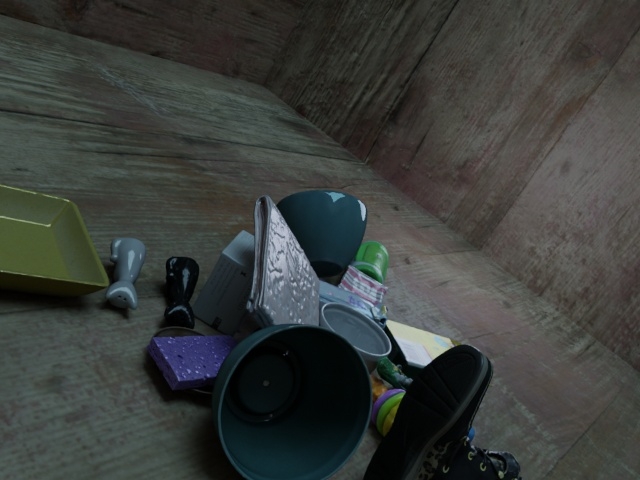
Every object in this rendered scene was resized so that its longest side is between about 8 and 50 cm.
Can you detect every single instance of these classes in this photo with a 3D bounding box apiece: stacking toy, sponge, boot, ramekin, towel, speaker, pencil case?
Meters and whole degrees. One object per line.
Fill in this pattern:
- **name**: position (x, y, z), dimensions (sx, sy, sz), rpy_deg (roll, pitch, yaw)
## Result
- **stacking toy**: position (0.180, 0.397, 1.555), dimensions (0.175, 0.166, 0.302), rpy_deg (36, 1, -40)
- **sponge**: position (-0.231, 0.239, 1.366), dimensions (0.210, 0.031, 0.117), rpy_deg (8, 30, -50)
- **boot**: position (0.280, 0.404, 1.347), dimensions (0.284, 0.377, 0.138), rpy_deg (27, 5, -28)
- **ramekin**: position (0.065, 0.262, 1.736), dimensions (0.207, 0.109, 0.207), rpy_deg (27, 19, -10)
- **towel**: position (0.113, 0.170, 2.028), dimensions (0.144, 0.029, 0.197), rpy_deg (31, 48, -2)
- **towel**: position (-0.078, 0.115, 1.558), dimensions (0.332, 0.053, 0.317), rpy_deg (63, 21, -46)
- **speaker**: position (0.155, 0.093, 2.252), dimensions (0.131, 0.131, 0.296), rpy_deg (31, 20, 0)
- **pencil case**: position (0.048, 0.185, 1.877), dimensions (0.273, 0.114, 0.124), rpy_deg (23, 0, -14)

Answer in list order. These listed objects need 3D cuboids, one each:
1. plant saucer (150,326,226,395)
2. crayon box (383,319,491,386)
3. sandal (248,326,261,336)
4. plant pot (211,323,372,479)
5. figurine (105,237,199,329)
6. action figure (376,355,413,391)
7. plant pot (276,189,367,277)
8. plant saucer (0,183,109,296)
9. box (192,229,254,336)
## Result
- **plant saucer**: position (-0.259, 0.252, 1.393), dimensions (0.198, 0.036, 0.199), rpy_deg (27, 21, -11)
- **crayon box**: position (0.310, 0.343, 1.942), dimensions (0.318, 0.081, 0.202), rpy_deg (20, 23, -28)
- **sandal**: position (-0.121, 0.216, 1.613), dimensions (0.054, 0.097, 0.254), rpy_deg (10, 11, 22)
- **plant pot**: position (-0.076, 0.286, 1.279), dimensions (0.293, 0.293, 0.196), rpy_deg (22, -5, -24)
- **figurine**: position (-0.374, 0.102, 1.522), dimensions (0.214, 0.092, 0.209), rpy_deg (22, 26, -23)
- **action figure**: position (0.199, 0.345, 1.682), dimensions (0.137, 0.063, 0.232), rpy_deg (34, -10, 45)
- **plant pot**: position (0.000, 0.000, 2.100), dimensions (0.290, 0.290, 0.195), rpy_deg (18, 60, -33)
- **plant saucer**: position (-0.633, 0.001, 1.384), dimensions (0.332, 0.081, 0.333), rpy_deg (14, 26, -41)
- **box**: position (-0.197, 0.099, 1.633), dimensions (0.119, 0.181, 0.182), rpy_deg (30, 20, -1)
